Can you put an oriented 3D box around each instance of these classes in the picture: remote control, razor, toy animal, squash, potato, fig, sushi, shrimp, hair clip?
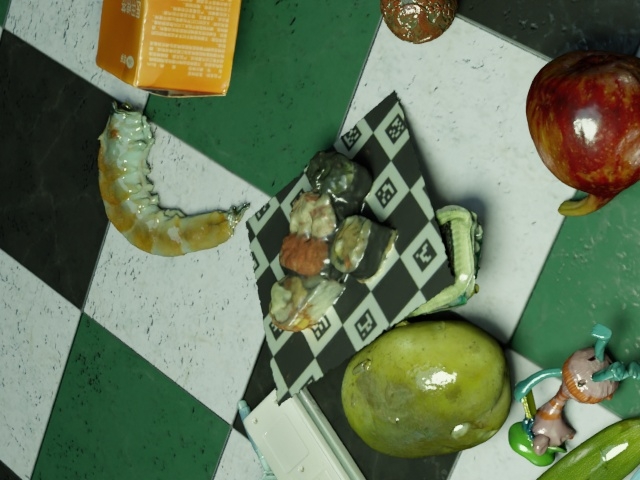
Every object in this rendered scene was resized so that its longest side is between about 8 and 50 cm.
[{"bbox_3d":[0.002,0.337,1.837,0.103,0.055,0.277,-46,67,31],"label":"remote control"},{"bbox_3d":[-0.094,0.297,1.913,0.040,0.068,0.135,-42,59,30],"label":"razor"},{"bbox_3d":[0.297,0.185,1.571,0.103,0.100,0.208,28,132,-10],"label":"toy animal"},{"bbox_3d":[0.325,0.282,1.582,0.252,0.066,0.066,-47,68,30],"label":"squash"},{"bbox_3d":[0.133,0.192,1.650,0.228,0.148,0.197,-3,118,27],"label":"potato"},{"bbox_3d":[0.324,-0.110,1.494,0.175,0.175,0.207,6,113,36],"label":"fig"},{"bbox_3d":[0.000,0.000,1.715,0.339,0.068,0.320,-39,48,34],"label":"sushi"},{"bbox_3d":[-0.250,-0.067,1.972,0.287,0.068,0.185,42,120,23],"label":"shrimp"},{"bbox_3d":[0.104,0.051,1.700,0.321,0.091,0.138,-17,64,45],"label":"hair clip"}]

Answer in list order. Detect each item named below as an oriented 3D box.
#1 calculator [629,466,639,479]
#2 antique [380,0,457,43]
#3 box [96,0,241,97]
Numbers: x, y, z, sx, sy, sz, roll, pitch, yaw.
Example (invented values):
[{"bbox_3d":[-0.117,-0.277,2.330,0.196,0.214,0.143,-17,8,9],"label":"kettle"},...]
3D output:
[{"bbox_3d":[0.473,0.367,1.491,0.293,0.051,0.173,44,117,25],"label":"calculator"},{"bbox_3d":[0.124,-0.297,1.647,0.104,0.104,0.104,5,98,36],"label":"antique"},{"bbox_3d":[-0.206,-0.381,1.806,0.225,0.143,0.341,-147,64,-62],"label":"box"}]
